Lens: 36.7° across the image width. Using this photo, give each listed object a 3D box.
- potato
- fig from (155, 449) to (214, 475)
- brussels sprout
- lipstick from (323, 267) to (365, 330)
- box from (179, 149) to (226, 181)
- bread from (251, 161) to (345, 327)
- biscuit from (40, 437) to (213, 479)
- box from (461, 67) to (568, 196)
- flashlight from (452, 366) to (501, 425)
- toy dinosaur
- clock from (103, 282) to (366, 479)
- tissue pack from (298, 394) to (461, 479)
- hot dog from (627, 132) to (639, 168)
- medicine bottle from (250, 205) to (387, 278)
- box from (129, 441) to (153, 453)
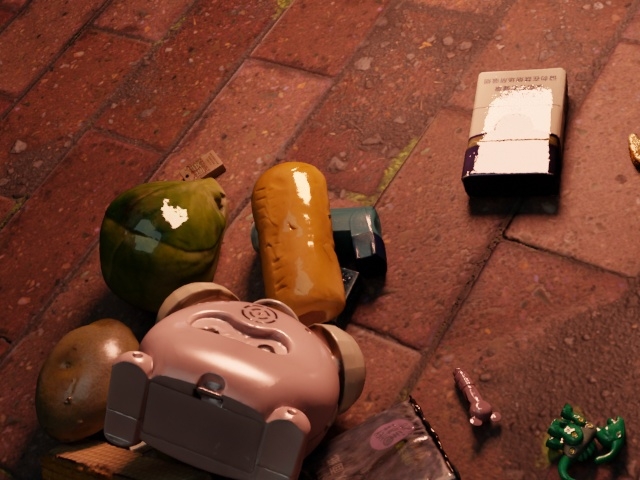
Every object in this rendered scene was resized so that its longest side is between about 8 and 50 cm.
[{"bbox_3d":[-0.391,0.237,1.632,0.178,0.160,0.235,-37,19,48],"label":"potato"},{"bbox_3d":[-0.171,0.301,1.517,0.186,0.142,0.148,-13,33,-7],"label":"fig"},{"bbox_3d":[-0.281,-0.004,1.760,0.219,0.210,0.271,24,49,28],"label":"brussels sprout"},{"bbox_3d":[-0.014,0.187,1.606,0.051,0.051,0.312,15,63,25],"label":"lipstick"},{"bbox_3d":[-0.239,-0.142,1.956,0.083,0.024,0.053,-34,50,-8],"label":"box"},{"bbox_3d":[-0.042,0.004,1.637,0.142,0.091,0.305,-21,58,17],"label":"bread"},{"bbox_3d":[-0.307,0.360,1.481,0.094,0.054,0.379,-11,6,-43],"label":"biscuit"},{"bbox_3d":[0.355,-0.195,1.743,0.168,0.071,0.259,0,53,20],"label":"box"},{"bbox_3d":[0.233,0.242,1.484,0.052,0.031,0.110,-9,43,-17],"label":"flashlight"},{"bbox_3d":[0.376,0.290,1.379,0.096,0.059,0.132,25,58,28],"label":"toy dinosaur"},{"bbox_3d":[-0.119,0.200,1.422,0.342,0.184,0.326,24,23,8],"label":"clock"},{"bbox_3d":[0.021,0.385,1.336,0.361,0.122,0.259,-28,17,0],"label":"tissue pack"},{"bbox_3d":[0.550,-0.146,1.660,0.034,0.030,0.090,-31,49,7],"label":"hot dog"},{"bbox_3d":[0.000,0.000,1.722,0.258,0.079,0.124,0,59,20],"label":"medicine bottle"},{"bbox_3d":[-0.249,0.291,1.629,0.167,0.024,0.090,-23,49,3],"label":"box"}]
